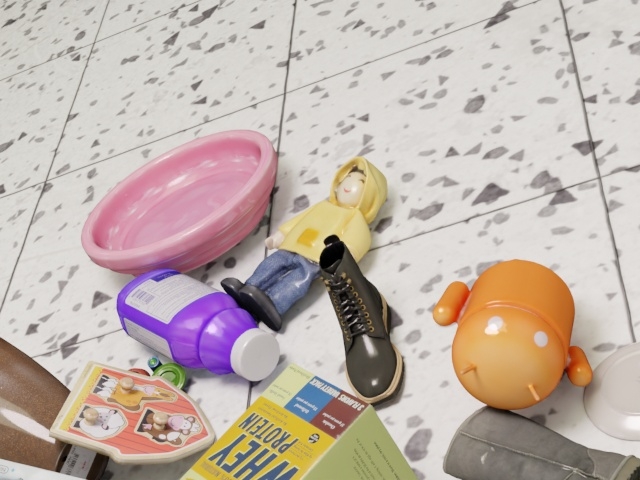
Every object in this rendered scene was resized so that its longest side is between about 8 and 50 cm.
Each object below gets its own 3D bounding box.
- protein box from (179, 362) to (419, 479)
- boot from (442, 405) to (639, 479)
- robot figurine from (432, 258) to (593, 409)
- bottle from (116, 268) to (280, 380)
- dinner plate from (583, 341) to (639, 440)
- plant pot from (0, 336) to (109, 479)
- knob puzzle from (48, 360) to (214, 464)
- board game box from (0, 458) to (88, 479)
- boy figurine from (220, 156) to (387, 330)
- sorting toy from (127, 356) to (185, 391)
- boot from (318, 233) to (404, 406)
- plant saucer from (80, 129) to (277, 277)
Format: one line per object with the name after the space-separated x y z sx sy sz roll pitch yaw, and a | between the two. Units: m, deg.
-0.016 0.280 1.290 0.201 0.200 0.136 -45 37 -19 | protein box
0.209 0.256 1.267 0.208 0.076 0.189 18 42 39 | boot
0.218 0.105 1.377 0.128 0.158 0.219 -25 16 27 | robot figurine
-0.166 0.118 1.688 0.118 0.092 0.282 -30 31 -31 | bottle
0.352 0.157 1.337 0.141 0.017 0.141 -19 35 14 | dinner plate
-0.399 0.255 1.624 0.230 0.215 0.215 18 56 29 | plant pot
-0.227 0.220 1.574 0.213 0.030 0.213 13 26 -7 | knob puzzle
-0.314 0.402 1.303 0.224 0.097 0.303 9 60 16 | board game box
0.000 0.000 1.724 0.285 0.092 0.177 -46 35 -15 | boy figurine
-0.226 0.196 1.696 0.101 0.042 0.061 -3 58 16 | sorting toy
0.039 0.099 1.530 0.076 0.137 0.198 -25 36 9 | boot
-0.209 -0.048 1.914 0.332 0.084 0.332 -22 27 12 | plant saucer
